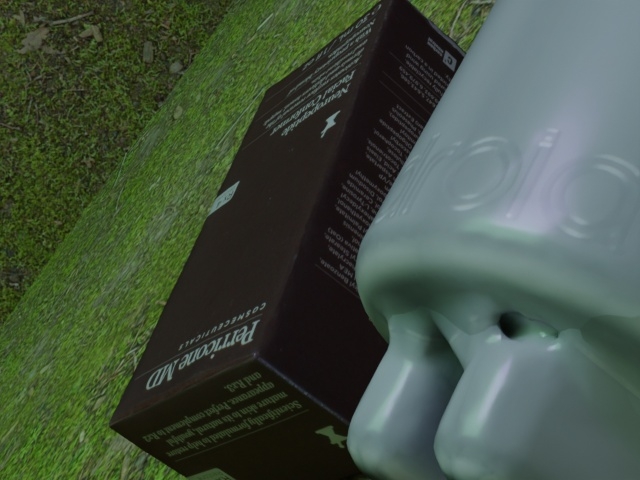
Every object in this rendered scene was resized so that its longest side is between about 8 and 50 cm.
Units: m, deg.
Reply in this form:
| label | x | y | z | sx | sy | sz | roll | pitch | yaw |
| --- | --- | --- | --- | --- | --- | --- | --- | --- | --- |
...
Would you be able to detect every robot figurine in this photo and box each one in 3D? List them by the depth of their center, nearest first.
| label | x | y | z | sx | sy | sz | roll | pitch | yaw |
| --- | --- | --- | --- | --- | --- | --- | --- | --- | --- |
| robot figurine | 0.149 | -0.030 | 0.436 | 0.354 | 0.199 | 0.300 | -60 | 20 | -21 |

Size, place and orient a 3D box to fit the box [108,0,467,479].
| label | x | y | z | sx | sy | sz | roll | pitch | yaw |
| --- | --- | --- | --- | --- | --- | --- | --- | --- | --- |
| box | 0.000 | 0.000 | 0.783 | 0.191 | 0.143 | 0.382 | -30 | 32 | 43 |
